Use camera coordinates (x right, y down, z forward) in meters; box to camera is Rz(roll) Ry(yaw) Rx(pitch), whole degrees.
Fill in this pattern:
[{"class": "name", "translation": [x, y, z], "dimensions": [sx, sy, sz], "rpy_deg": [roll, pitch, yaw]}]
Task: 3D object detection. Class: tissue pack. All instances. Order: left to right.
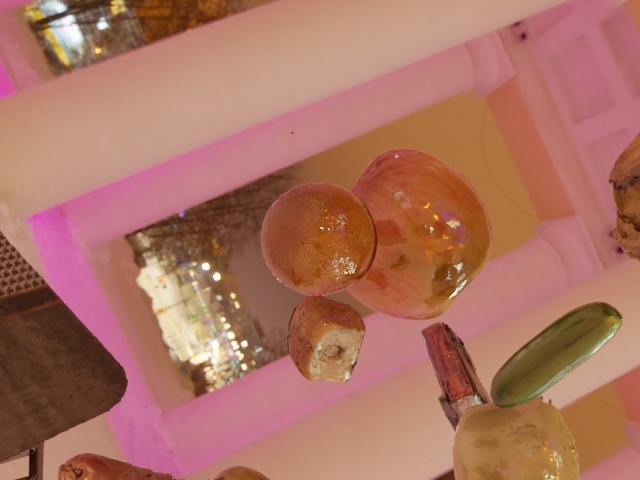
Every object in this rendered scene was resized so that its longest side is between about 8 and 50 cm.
[{"class": "tissue pack", "translation": [0.376, 0.395, 1.735], "dimensions": [0.245, 0.123, 0.332], "rpy_deg": [56, 11, -25]}]

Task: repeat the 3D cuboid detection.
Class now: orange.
[{"class": "orange", "translation": [0.000, 0.000, 1.077], "dimensions": [0.206, 0.206, 0.206], "rpy_deg": [156, -90, -80]}]

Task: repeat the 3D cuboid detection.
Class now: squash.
[{"class": "squash", "translation": [0.391, 0.194, 1.088], "dimensions": [0.292, 0.082, 0.082], "rpy_deg": [-54, -127, 37]}]

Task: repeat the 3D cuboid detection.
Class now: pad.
[{"class": "pad", "translation": [-0.174, -0.002, 0.386], "dimensions": [0.250, 0.323, 0.055], "rpy_deg": [34, -37, 31]}]

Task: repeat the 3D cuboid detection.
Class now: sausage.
[{"class": "sausage", "translation": [-0.305, 0.447, 1.138], "dimensions": [0.087, 0.088, 0.433], "rpy_deg": [59, 4, 35]}]

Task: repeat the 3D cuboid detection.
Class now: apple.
[{"class": "apple", "translation": [0.201, -0.008, 1.414], "dimensions": [0.364, 0.364, 0.363], "rpy_deg": [156, -90, -80]}]

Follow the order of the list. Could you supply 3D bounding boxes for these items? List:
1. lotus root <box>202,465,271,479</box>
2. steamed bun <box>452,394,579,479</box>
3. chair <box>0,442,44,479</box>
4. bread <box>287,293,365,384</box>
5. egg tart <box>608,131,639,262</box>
[{"class": "lotus root", "translation": [-0.134, 0.453, 1.090], "dimensions": [0.221, 0.125, 0.118], "rpy_deg": [41, -33, -27]}, {"class": "steamed bun", "translation": [0.383, 0.443, 1.271], "dimensions": [0.166, 0.232, 0.272], "rpy_deg": [25, 61, -53]}, {"class": "chair", "translation": [-0.691, 0.412, 1.275], "dimensions": [0.240, 0.203, 0.416], "rpy_deg": [74, 0, -52]}, {"class": "bread", "translation": [0.005, 0.114, 0.743], "dimensions": [0.070, 0.077, 0.083], "rpy_deg": [-116, -139, -66]}, {"class": "egg tart", "translation": [0.471, -0.103, 0.821], "dimensions": [0.123, 0.294, 0.294], "rpy_deg": [39, -11, -1]}]
